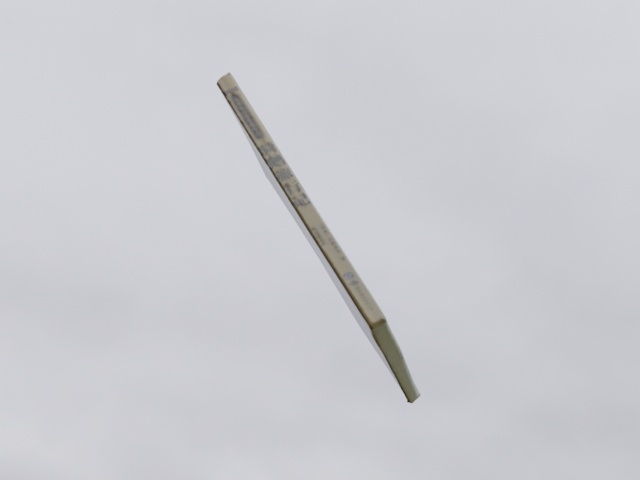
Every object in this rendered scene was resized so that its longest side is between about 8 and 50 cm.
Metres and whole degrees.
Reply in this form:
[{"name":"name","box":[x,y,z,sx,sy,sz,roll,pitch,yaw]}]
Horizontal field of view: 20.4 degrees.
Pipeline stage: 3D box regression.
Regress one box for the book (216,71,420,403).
[{"name":"book","box":[0.000,0.000,1.736,0.021,0.310,0.217,-31,-26,-2]}]
